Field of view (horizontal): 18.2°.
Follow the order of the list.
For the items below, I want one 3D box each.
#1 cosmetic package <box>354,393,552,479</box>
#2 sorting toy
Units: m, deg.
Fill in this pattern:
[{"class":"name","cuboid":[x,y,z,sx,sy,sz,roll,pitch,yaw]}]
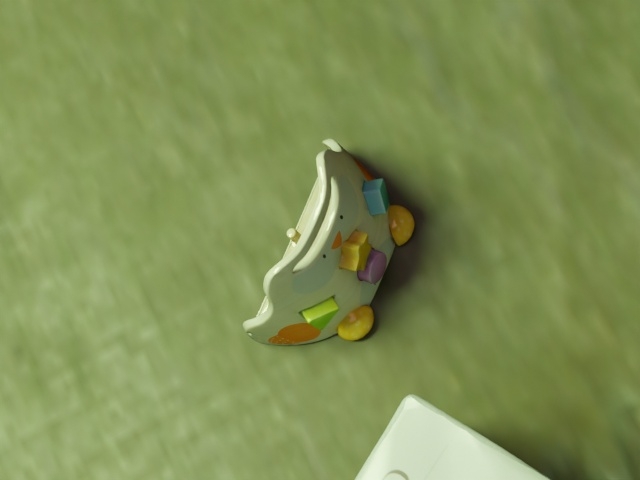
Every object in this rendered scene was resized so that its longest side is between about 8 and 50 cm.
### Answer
[{"class":"cosmetic package","cuboid":[0.100,0.162,0.679,0.231,0.085,0.117,30,85,17]},{"class":"sorting toy","cuboid":[0.000,0.000,0.747,0.045,0.075,0.083,21,82,18]}]
